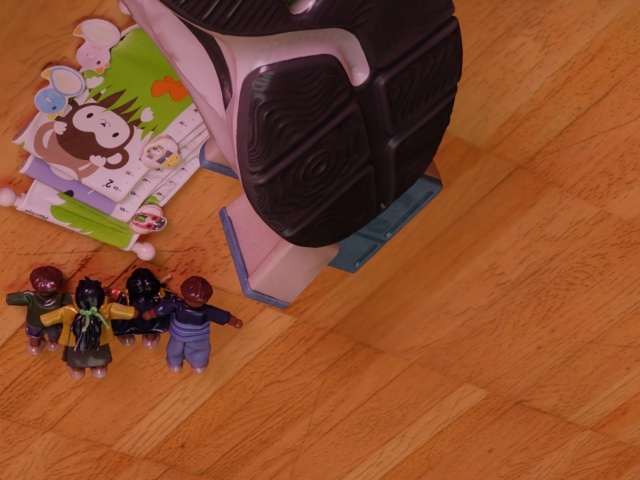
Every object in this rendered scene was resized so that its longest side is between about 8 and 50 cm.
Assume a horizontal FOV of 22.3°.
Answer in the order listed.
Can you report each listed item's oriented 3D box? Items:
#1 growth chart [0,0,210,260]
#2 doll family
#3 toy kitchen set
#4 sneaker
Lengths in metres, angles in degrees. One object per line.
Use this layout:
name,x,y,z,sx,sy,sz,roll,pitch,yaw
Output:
growth chart,-0.146,-0.083,1.243,0.172,0.021,0.237,17,130,-32
doll family,-0.165,0.063,1.375,0.193,0.076,0.111,-5,136,-16
toy kitchen set,0.000,0.000,1.244,0.207,0.166,0.122,18,130,-40
sneaker,-0.069,-0.187,0.998,0.169,0.257,0.447,-40,148,-6
